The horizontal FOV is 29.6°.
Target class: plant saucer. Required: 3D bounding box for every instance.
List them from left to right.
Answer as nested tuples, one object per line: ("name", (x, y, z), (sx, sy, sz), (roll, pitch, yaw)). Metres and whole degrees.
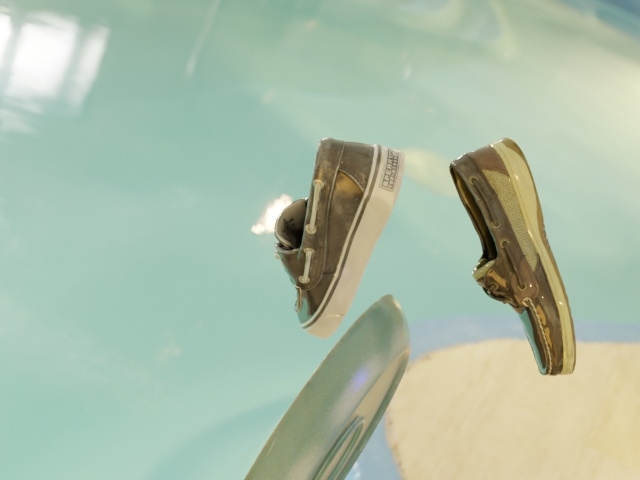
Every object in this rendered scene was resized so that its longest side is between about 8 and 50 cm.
("plant saucer", (-0.002, 0.193, 1.088), (0.044, 0.317, 0.317), (32, 26, 12))

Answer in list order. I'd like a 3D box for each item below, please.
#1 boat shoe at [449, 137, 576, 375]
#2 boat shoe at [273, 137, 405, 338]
("boat shoe", (0.172, 0.021, 1.101), (0.073, 0.223, 0.080), (-16, 2, -6))
("boat shoe", (0.000, 0.000, 1.259), (0.102, 0.301, 0.108), (15, 57, -5))
